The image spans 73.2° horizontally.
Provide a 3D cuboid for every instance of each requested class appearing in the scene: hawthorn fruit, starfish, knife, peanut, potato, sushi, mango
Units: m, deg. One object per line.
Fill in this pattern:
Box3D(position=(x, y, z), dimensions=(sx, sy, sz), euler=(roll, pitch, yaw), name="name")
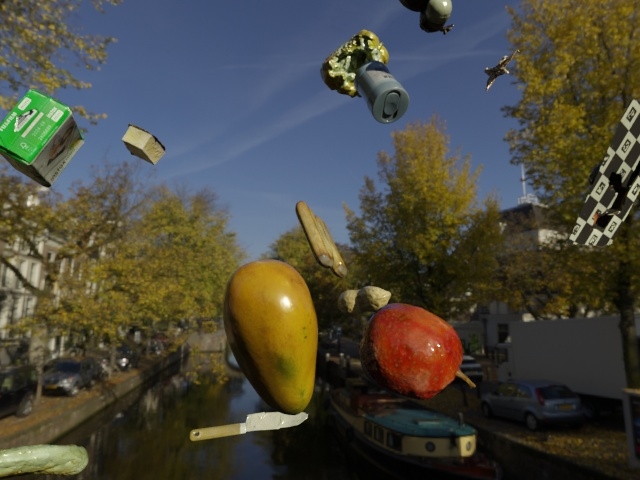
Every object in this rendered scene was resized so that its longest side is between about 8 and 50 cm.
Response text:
Box3D(position=(0.210, 0.244, 0.924), dimensions=(0.253, 0.205, 0.205), euler=(18, -5, 19), name="hawthorn fruit")
Box3D(position=(0.332, -0.319, 0.815), dimensions=(0.016, 0.086, 0.092), euler=(37, 10, -20), name="starfish")
Box3D(position=(-0.172, 0.450, 1.059), dimensions=(0.297, 0.047, 0.017), euler=(-7, -47, -1), name="knife")
Box3D(position=(0.117, 0.167, 1.191), dimensions=(0.187, 0.082, 0.082), euler=(-18, -20, 41), name="peanut")
Box3D(position=(-0.487, -0.263, 1.183), dimensions=(0.086, 0.061, 0.122), euler=(23, -11, 1), name="potato")
Box3D(position=(0.571, -0.124, 0.846), dimensions=(0.192, 0.280, 0.043), euler=(0, 23, -31), name="sushi")
Box3D(position=(-0.051, 0.098, 0.446), dimensions=(0.089, 0.163, 0.111), euler=(-13, 29, -26), name="mango")

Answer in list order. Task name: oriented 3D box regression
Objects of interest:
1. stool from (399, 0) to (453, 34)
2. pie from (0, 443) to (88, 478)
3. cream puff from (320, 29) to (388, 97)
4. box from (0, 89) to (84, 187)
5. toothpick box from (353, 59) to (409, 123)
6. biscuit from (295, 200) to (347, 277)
Box3D(position=(0.252, -0.586, 0.998), dimensions=(0.125, 0.217, 0.121), euler=(-14, -10, -10), name="stool")
Box3D(position=(-0.520, 0.372, 0.711), dimensions=(0.240, 0.054, 0.240), euler=(-6, -23, -2), name="pie")
Box3D(position=(0.114, -0.554, 1.388), dimensions=(0.221, 0.195, 0.194), euler=(-30, -21, 19), name="cream puff")
Box3D(position=(-0.691, -0.247, 1.070), dimensions=(0.103, 0.180, 0.250), euler=(32, -16, -13), name="box")
Box3D(position=(0.156, -0.387, 1.119), dimensions=(0.101, 0.153, 0.101), euler=(-11, -41, -9), name="toothpick box")
Box3D(position=(0.000, 0.000, 1.674), dimensions=(0.062, 0.291, 0.237), euler=(-30, -28, 12), name="biscuit")
